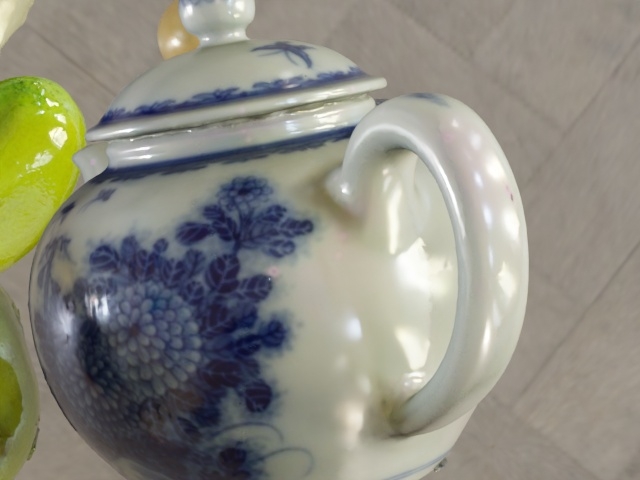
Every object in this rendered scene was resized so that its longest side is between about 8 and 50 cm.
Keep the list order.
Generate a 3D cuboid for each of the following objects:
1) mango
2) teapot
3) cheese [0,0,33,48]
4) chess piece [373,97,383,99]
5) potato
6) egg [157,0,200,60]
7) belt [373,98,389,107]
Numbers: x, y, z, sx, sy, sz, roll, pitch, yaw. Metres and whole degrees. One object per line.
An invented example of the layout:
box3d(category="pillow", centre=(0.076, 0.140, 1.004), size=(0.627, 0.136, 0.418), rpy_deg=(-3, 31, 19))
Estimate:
box3d(category="mango", centre=(-0.224, -0.035, 1.238), size=(0.163, 0.117, 0.089), rpy_deg=(-35, 45, 0))
box3d(category="teapot", centre=(-0.031, -0.004, 0.960), size=(0.252, 0.424, 0.280), rpy_deg=(-14, 98, -29))
box3d(category="cheese", centre=(-0.321, -0.251, 1.473), size=(0.251, 0.173, 0.248), rpy_deg=(51, 49, -11))
box3d(category="chess piece", centre=(-0.042, 0.011, 1.466), size=(0.194, 0.194, 0.299), rpy_deg=(24, 91, 8))
box3d(category="potato", centre=(-0.308, 0.122, 1.536), size=(0.148, 0.253, 0.186), rpy_deg=(8, 128, -19))
box3d(category="egg", centre=(-0.108, -0.182, 1.641), size=(0.080, 0.096, 0.080), rpy_deg=(3, 113, 8))
box3d(category="belt", centre=(0.000, 0.000, 1.273), size=(0.230, 0.140, 0.126), rpy_deg=(-32, 41, -10))
